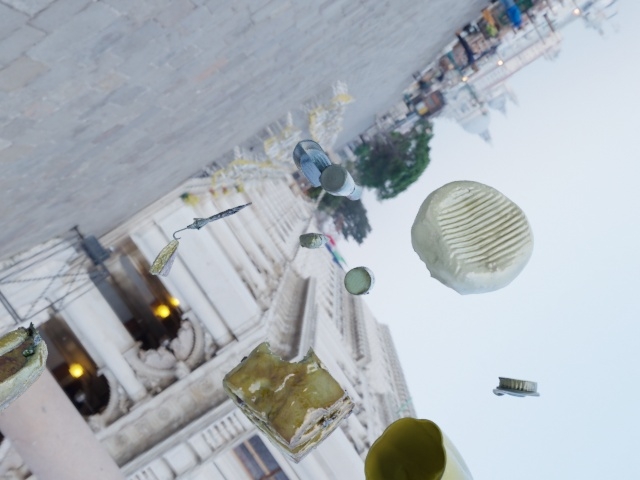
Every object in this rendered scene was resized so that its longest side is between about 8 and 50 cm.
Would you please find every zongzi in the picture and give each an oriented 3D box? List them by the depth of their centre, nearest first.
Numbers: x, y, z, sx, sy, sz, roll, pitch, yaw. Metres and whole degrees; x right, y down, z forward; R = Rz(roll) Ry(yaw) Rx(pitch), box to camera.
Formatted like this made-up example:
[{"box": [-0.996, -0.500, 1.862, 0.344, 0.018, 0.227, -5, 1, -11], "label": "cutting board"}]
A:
[{"box": [0.000, 0.000, 1.956, 0.119, 0.055, 0.109, -3, -174, -23], "label": "zongzi"}]

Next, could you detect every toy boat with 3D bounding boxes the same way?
[{"box": [-0.027, -0.237, 1.713, 0.093, 0.103, 0.246, -36, 159, 3], "label": "toy boat"}]

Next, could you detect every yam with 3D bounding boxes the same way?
[{"box": [0.092, 0.093, 1.327, 0.069, 0.070, 0.146, -33, 173, 6], "label": "yam"}]

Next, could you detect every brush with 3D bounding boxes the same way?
[{"box": [0.306, 0.241, 0.949, 0.062, 0.027, 0.266, 8, 167, 12], "label": "brush"}]

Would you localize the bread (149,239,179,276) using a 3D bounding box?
[{"box": [-0.519, 0.056, 1.962, 0.136, 0.054, 0.154, -61, -177, -3], "label": "bread"}]

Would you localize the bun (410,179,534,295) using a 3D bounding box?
[{"box": [0.268, 0.000, 1.067, 0.231, 0.231, 0.133, -36, 168, -25], "label": "bun"}]

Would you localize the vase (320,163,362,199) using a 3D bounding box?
[{"box": [0.072, -0.167, 1.759, 0.086, 0.086, 0.214, -32, 165, 14], "label": "vase"}]

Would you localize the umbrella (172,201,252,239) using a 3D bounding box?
[{"box": [-0.335, -0.073, 1.804, 0.269, 0.044, 0.044, -27, -157, -18], "label": "umbrella"}]

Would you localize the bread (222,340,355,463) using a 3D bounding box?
[{"box": [-0.085, 0.477, 1.826, 0.314, 0.370, 0.191, -37, 175, -26], "label": "bread"}]

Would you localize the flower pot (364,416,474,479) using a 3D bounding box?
[{"box": [0.212, 0.479, 1.157, 0.195, 0.179, 0.195, -34, -152, 21], "label": "flower pot"}]

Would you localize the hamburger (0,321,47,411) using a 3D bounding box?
[{"box": [-0.746, 0.321, 1.291, 0.309, 0.132, 0.211, -37, -166, -11], "label": "hamburger"}]
